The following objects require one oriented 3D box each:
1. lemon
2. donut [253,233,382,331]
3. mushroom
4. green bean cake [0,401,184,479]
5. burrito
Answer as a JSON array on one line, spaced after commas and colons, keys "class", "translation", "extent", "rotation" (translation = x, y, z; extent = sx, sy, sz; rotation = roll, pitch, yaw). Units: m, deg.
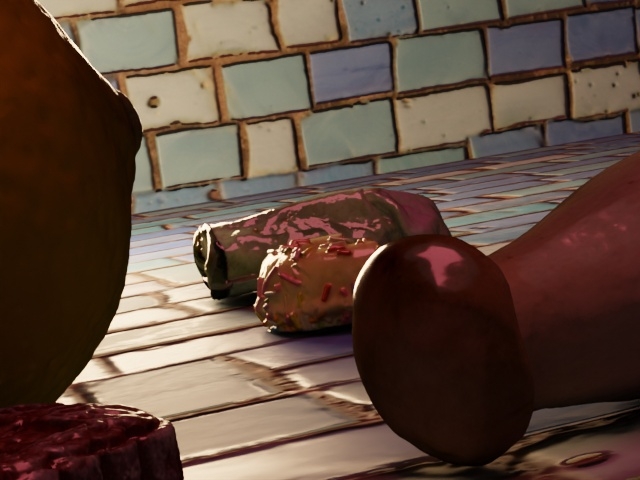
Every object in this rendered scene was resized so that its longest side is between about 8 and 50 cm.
[{"class": "lemon", "translation": [-0.268, -0.014, 0.814], "extent": [0.336, 0.336, 0.336], "rotation": [-8, 6, 1]}, {"class": "donut", "translation": [-0.001, 0.031, 1.186], "extent": [0.108, 0.065, 0.166], "rotation": [-9, 6, -9]}, {"class": "mushroom", "translation": [0.159, 0.019, 0.787], "extent": [0.350, 0.128, 0.128], "rotation": [-16, 10, -40]}, {"class": "green bean cake", "translation": [-0.144, 0.109, 0.667], "extent": [0.135, 0.056, 0.136], "rotation": [-5, 7, 40]}, {"class": "burrito", "translation": [0.000, 0.000, 1.411], "extent": [0.229, 0.089, 0.144], "rotation": [-11, 9, -11]}]
